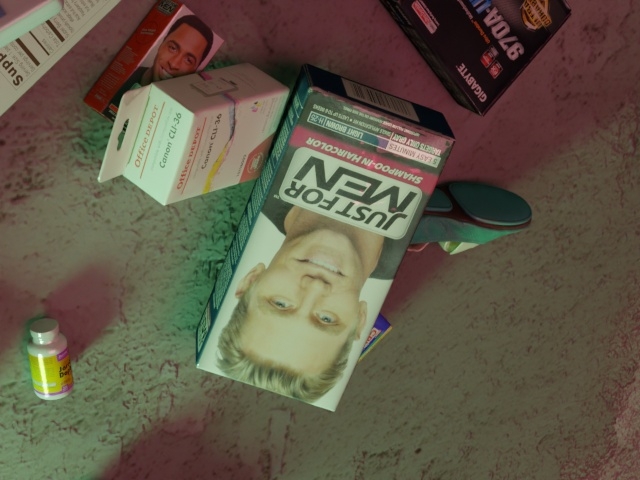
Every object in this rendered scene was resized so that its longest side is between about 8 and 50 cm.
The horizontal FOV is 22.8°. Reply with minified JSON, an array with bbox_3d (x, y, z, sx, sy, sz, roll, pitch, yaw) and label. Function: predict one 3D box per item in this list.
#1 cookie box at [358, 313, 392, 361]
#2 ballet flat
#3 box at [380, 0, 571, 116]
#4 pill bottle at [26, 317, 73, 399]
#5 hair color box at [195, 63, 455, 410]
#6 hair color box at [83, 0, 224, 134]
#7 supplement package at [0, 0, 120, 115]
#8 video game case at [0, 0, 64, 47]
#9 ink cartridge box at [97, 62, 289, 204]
[{"bbox_3d":[0.028,0.108,1.921,0.092,0.040,0.107,-46,148,-2],"label":"cookie box"},{"bbox_3d":[0.149,-0.025,1.956,0.247,0.083,0.087,3,134,-38],"label":"ballet flat"},{"bbox_3d":[0.182,-0.279,1.860,0.175,0.051,0.220,-49,132,-7],"label":"box"},{"bbox_3d":[-0.291,0.127,1.709,0.043,0.043,0.083,-21,123,-28],"label":"pill bottle"},{"bbox_3d":[0.000,0.000,1.759,0.174,0.105,0.347,19,109,-12],"label":"hair color box"},{"bbox_3d":[-0.173,-0.176,1.648,0.141,0.043,0.072,-54,132,-3],"label":"hair color box"},{"bbox_3d":[-0.310,-0.249,1.417,0.293,0.177,0.175,-45,132,-9],"label":"supplement package"},{"bbox_3d":[-0.421,-0.222,1.267,0.329,0.300,0.036,-33,168,-8],"label":"video game case"},{"bbox_3d":[-0.130,-0.109,1.647,0.198,0.067,0.115,-20,138,-49],"label":"ink cartridge box"}]
